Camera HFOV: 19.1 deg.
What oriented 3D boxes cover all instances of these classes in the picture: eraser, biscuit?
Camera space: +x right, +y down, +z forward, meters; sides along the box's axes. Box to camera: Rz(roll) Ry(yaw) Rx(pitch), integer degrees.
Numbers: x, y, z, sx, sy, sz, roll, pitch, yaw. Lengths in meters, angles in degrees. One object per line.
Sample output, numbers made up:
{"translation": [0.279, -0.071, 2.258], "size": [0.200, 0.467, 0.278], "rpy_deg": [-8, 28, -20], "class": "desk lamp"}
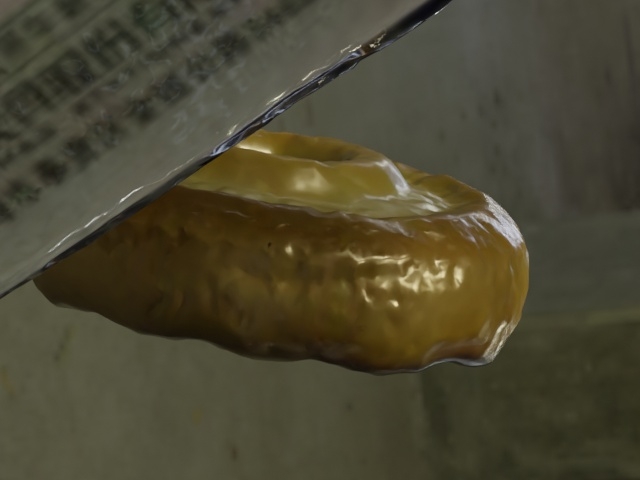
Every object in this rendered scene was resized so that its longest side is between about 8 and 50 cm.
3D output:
{"translation": [-0.101, -0.055, 0.593], "size": [0.086, 0.287, 0.130], "rpy_deg": [46, 21, -31], "class": "eraser"}
{"translation": [0.000, -0.001, 0.964], "size": [0.274, 0.213, 0.091], "rpy_deg": [-9, 113, -64], "class": "biscuit"}
